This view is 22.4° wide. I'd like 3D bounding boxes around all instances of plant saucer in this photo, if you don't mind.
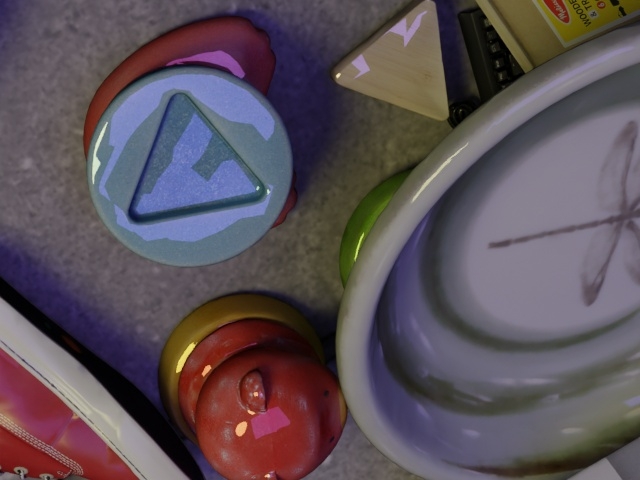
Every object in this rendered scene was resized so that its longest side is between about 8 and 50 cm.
[{"bbox_3d":[0.187,-0.002,1.042,0.401,0.100,0.400,-14,135,-14],"label":"plant saucer"}]

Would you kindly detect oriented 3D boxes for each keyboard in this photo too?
[{"bbox_3d":[0.146,-0.084,1.152,0.108,0.023,0.180,-20,108,-9],"label":"keyboard"}]

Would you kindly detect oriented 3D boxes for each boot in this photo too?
[{"bbox_3d":[-0.210,0.147,1.088,0.244,0.088,0.176,42,92,-12],"label":"boot"}]

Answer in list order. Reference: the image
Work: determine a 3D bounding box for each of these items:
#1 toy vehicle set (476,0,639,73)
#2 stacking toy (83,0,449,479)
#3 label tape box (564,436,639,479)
[{"bbox_3d":[0.184,-0.180,1.054,0.166,0.035,0.267,-21,117,35],"label":"toy vehicle set"},{"bbox_3d":[0.000,0.000,1.069,0.280,0.130,0.309,-21,109,-4],"label":"stacking toy"},{"bbox_3d":[0.161,0.278,1.141,0.348,0.115,0.249,-27,147,-5],"label":"label tape box"}]
